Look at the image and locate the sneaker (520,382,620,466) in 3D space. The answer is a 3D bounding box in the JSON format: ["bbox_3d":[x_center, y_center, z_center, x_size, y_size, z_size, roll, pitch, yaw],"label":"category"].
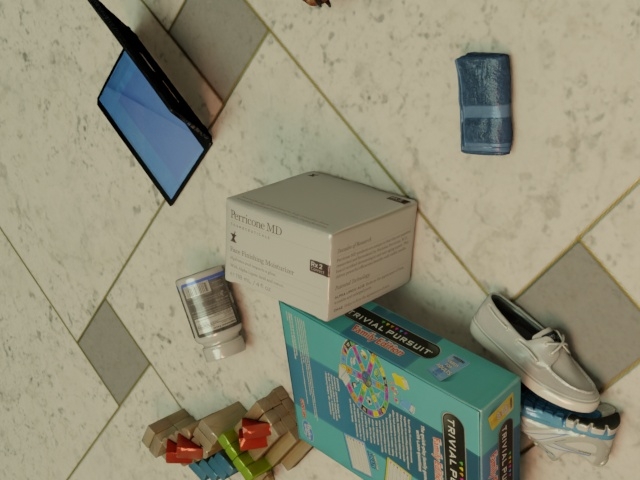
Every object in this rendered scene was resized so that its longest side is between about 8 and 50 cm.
[{"bbox_3d":[0.265,0.223,1.222,0.190,0.071,0.083,18,121,37],"label":"sneaker"}]

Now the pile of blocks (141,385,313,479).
[{"bbox_3d":[-0.166,0.340,1.610,0.362,0.112,0.149,-20,90,44],"label":"pile of blocks"}]

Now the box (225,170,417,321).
[{"bbox_3d":[0.000,0.000,1.302,0.181,0.182,0.119,19,117,36],"label":"box"}]

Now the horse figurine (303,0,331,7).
[{"bbox_3d":[-0.064,-0.413,1.305,0.263,0.066,0.174,23,112,32],"label":"horse figurine"}]

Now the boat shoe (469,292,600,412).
[{"bbox_3d":[0.261,0.129,1.202,0.184,0.066,0.063,44,130,35],"label":"boat shoe"}]

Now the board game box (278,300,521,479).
[{"bbox_3d":[0.100,0.219,1.299,0.336,0.079,0.254,25,135,39],"label":"board game box"}]

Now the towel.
[{"bbox_3d":[0.193,-0.160,1.184,0.067,0.029,0.119,8,109,39],"label":"towel"}]

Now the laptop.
[{"bbox_3d":[-0.284,-0.205,1.516,0.136,0.264,0.234,-39,75,4],"label":"laptop"}]

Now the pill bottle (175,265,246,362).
[{"bbox_3d":[-0.167,0.114,1.559,0.078,0.078,0.137,-17,93,43],"label":"pill bottle"}]
